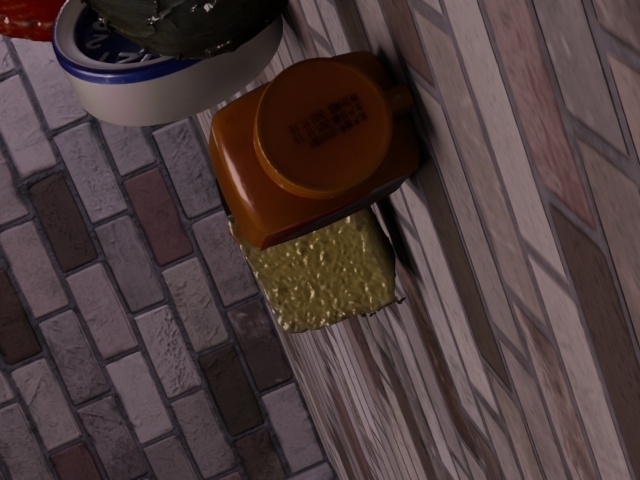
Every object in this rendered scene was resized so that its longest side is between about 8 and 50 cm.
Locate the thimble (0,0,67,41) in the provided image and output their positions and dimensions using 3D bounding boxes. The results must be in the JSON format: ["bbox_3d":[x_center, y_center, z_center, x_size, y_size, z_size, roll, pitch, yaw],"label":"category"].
[{"bbox_3d":[-0.348,-0.435,2.347,0.230,0.350,0.350,73,172,-56],"label":"thimble"}]

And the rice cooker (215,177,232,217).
[{"bbox_3d":[-0.048,-0.038,2.206,0.142,0.118,0.203,72,171,-50],"label":"rice cooker"}]

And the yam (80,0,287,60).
[{"bbox_3d":[-0.121,-0.283,1.414,0.348,0.241,0.241,77,168,-75],"label":"yam"}]

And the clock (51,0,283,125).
[{"bbox_3d":[-0.155,-0.215,1.918,0.230,0.230,0.083,-119,6,-48],"label":"clock"}]

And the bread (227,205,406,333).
[{"bbox_3d":[0.000,0.000,1.793,0.127,0.152,0.147,-94,-17,-75],"label":"bread"}]

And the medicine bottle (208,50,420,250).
[{"bbox_3d":[-0.005,-0.074,1.479,0.222,0.149,0.112,128,118,-83],"label":"medicine bottle"}]
